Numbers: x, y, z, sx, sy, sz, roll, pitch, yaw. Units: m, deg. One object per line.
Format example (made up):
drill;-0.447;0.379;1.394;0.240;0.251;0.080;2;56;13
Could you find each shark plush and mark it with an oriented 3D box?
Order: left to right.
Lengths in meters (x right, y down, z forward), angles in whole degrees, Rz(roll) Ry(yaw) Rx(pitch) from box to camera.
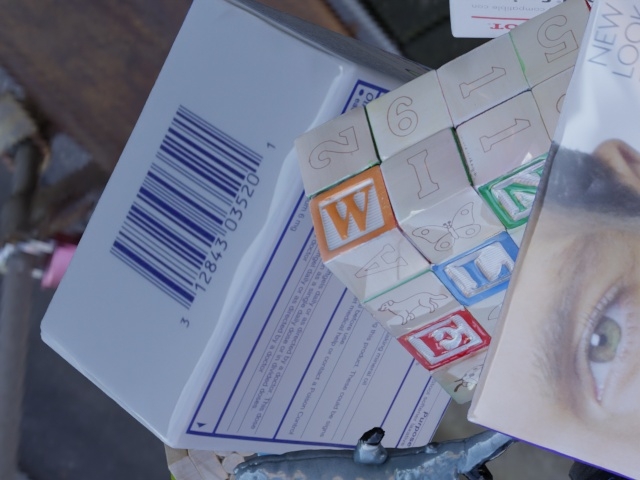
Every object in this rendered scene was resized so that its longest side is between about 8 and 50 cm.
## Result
shark plush;0.035;0.131;0.969;0.161;0.073;0.067;-11;126;30

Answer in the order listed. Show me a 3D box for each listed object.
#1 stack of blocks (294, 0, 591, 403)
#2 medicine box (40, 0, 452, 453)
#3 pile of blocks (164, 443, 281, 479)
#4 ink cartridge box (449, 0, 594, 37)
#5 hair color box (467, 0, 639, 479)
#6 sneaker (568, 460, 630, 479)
stack of blocks;0.159;-0.042;0.924;0.297;0.087;0.171;-26;139;15
medicine box;0.000;0.000;1.207;0.289;0.149;0.263;13;107;-53
pile of blocks;-0.072;0.179;1.604;0.149;0.112;0.362;25;105;-18
ink cartridge box;0.208;-0.265;1.464;0.207;0.119;0.353;1;159;6
hair color box;0.247;0.036;0.672;0.339;0.110;0.185;18;94;21
sneaker;0.282;0.205;1.432;0.121;0.217;0.079;-38;109;-13
